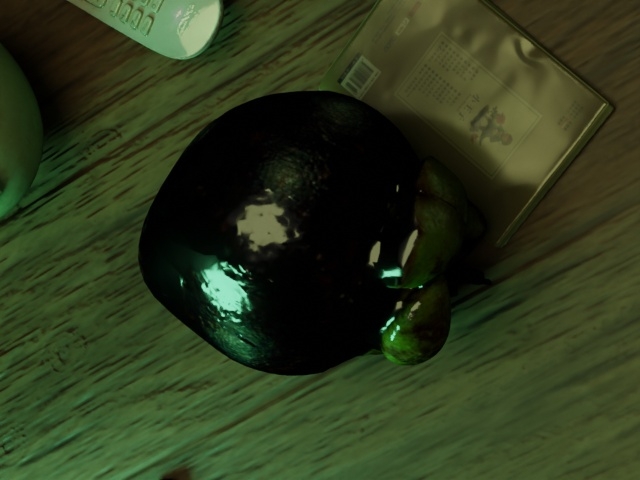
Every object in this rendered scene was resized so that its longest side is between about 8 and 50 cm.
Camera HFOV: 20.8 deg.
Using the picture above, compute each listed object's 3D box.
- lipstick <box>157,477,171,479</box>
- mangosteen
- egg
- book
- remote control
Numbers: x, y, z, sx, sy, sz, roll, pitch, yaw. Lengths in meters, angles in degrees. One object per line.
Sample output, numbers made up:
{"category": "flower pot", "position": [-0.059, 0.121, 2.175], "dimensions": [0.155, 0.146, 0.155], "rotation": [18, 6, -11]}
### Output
{"category": "lipstick", "position": [-0.114, 0.281, 1.408], "dimensions": [0.027, 0.027, 0.176], "rotation": [-17, 83, 25]}
{"category": "mangosteen", "position": [0.000, 0.000, 1.251], "dimensions": [0.243, 0.243, 0.243], "rotation": [0, 89, 27]}
{"category": "egg", "position": [-0.341, -0.106, 1.436], "dimensions": [0.253, 0.186, 0.186], "rotation": [33, 103, 24]}
{"category": "book", "position": [0.105, -0.109, 1.309], "dimensions": [0.199, 0.016, 0.138], "rotation": [44, 107, 21]}
{"category": "remote control", "position": [-0.162, -0.214, 1.432], "dimensions": [0.229, 0.044, 0.073], "rotation": [32, 100, 32]}
